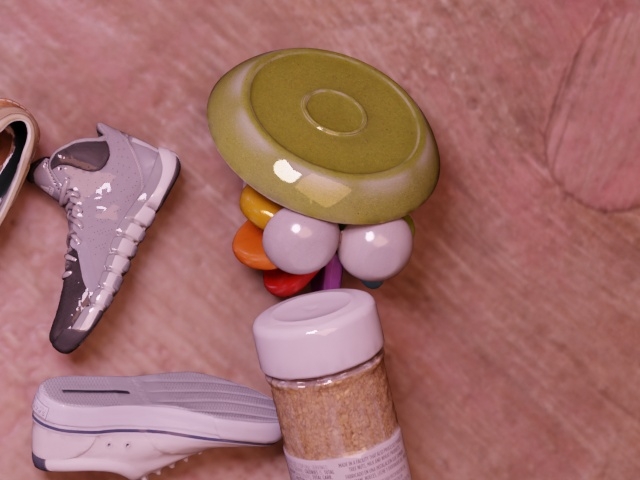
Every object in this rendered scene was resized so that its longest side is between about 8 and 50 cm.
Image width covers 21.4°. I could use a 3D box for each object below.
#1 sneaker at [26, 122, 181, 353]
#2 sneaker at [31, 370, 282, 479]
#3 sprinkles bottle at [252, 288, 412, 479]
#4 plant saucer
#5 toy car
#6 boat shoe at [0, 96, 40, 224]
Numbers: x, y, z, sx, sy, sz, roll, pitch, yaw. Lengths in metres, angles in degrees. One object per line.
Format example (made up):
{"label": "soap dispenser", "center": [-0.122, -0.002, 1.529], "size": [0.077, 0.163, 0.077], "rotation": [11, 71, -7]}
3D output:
{"label": "sneaker", "center": [-0.239, -0.012, 1.631], "size": [0.132, 0.086, 0.229], "rotation": [30, 68, -10]}
{"label": "sneaker", "center": [-0.159, 0.185, 1.647], "size": [0.258, 0.094, 0.091], "rotation": [6, 115, -22]}
{"label": "sprinkles bottle", "center": [0.029, 0.230, 1.640], "size": [0.121, 0.121, 0.355], "rotation": [-17, 105, -18]}
{"label": "plant saucer", "center": [0.009, -0.114, 1.658], "size": [0.241, 0.037, 0.241], "rotation": [12, 43, -12]}
{"label": "toy car", "center": [0.000, 0.000, 1.683], "size": [0.182, 0.159, 0.136], "rotation": [6, 120, -18]}
{"label": "boat shoe", "center": [-0.370, -0.008, 1.564], "size": [0.113, 0.103, 0.302], "rotation": [36, 79, -22]}
